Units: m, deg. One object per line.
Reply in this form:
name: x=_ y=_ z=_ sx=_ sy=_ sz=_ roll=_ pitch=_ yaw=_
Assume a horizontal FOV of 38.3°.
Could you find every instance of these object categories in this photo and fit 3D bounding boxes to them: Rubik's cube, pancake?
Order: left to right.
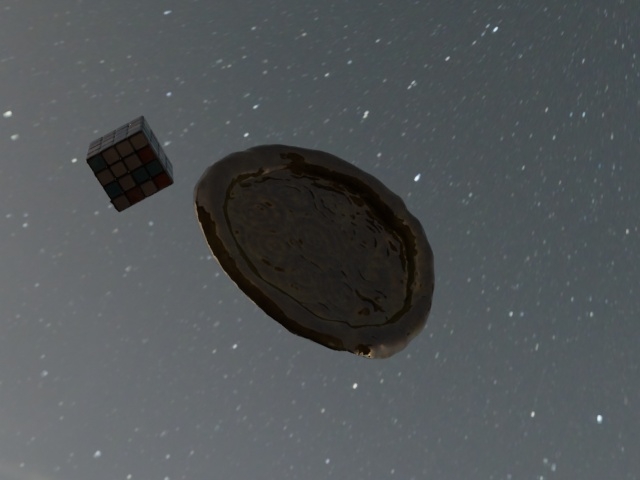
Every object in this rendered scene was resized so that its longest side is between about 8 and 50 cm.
Rubik's cube: x=-0.273 y=-0.111 z=1.328 sx=0.092 sy=0.092 sz=0.092 roll=-27 pitch=-68 yaw=2
pancake: x=0.000 y=0.001 z=0.828 sx=0.250 sy=0.250 sz=0.031 roll=38 pitch=-51 yaw=2
